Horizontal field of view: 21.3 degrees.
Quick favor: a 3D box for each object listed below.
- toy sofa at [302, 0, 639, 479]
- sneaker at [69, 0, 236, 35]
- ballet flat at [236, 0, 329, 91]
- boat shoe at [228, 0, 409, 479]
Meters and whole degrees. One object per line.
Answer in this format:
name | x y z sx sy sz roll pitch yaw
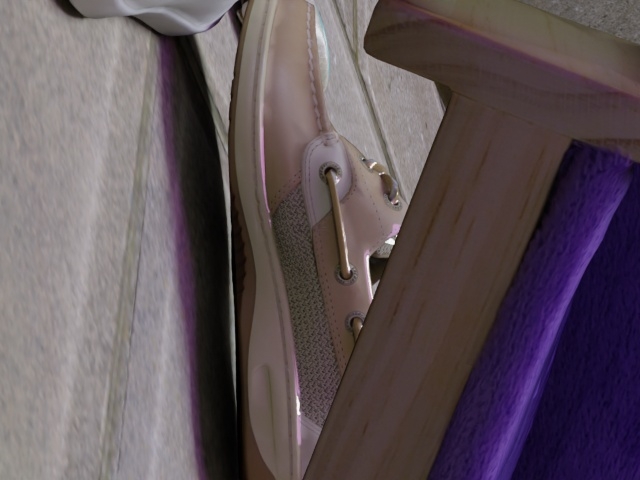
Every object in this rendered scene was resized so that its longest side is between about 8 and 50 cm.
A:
toy sofa | 0.047 0.105 0.546 0.150 0.177 0.363 -56 167 -75
sneaker | -0.043 -0.163 0.872 0.290 0.123 0.106 -64 140 -74
ballet flat | -0.040 -0.168 1.107 0.052 0.057 0.168 -25 102 -50
boat shoe | 0.000 0.000 0.927 0.109 0.098 0.302 96 -8 -68
